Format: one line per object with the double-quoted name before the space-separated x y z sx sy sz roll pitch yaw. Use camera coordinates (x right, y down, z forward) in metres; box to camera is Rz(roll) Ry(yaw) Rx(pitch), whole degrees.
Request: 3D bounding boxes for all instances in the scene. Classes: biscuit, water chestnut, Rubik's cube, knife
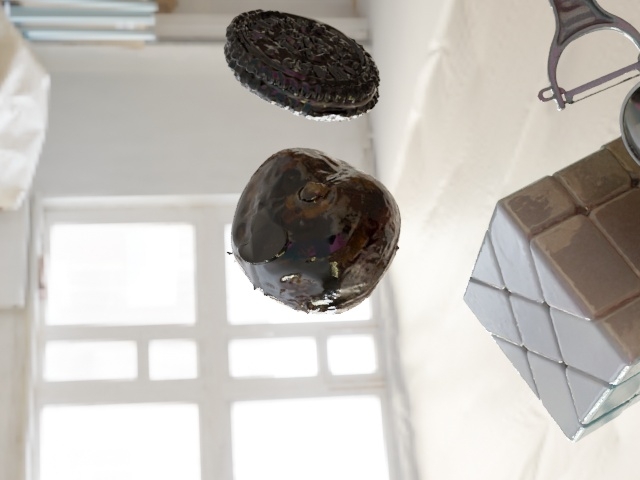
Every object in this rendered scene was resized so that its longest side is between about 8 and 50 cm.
"biscuit" -0.019 -0.203 1.272 0.195 0.194 0.053 -103 -151 -51
"water chestnut" 0.000 0.000 2.076 0.347 0.335 0.335 52 23 -49
"Rubik's cube" 0.454 0.068 1.728 0.319 0.315 0.322 55 -21 24
"knife" 0.237 -0.280 1.142 0.053 0.123 0.278 -117 -176 -83

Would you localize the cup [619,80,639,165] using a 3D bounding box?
"cup" 0.520 -0.167 1.469 0.166 0.202 0.221 2 -55 42
